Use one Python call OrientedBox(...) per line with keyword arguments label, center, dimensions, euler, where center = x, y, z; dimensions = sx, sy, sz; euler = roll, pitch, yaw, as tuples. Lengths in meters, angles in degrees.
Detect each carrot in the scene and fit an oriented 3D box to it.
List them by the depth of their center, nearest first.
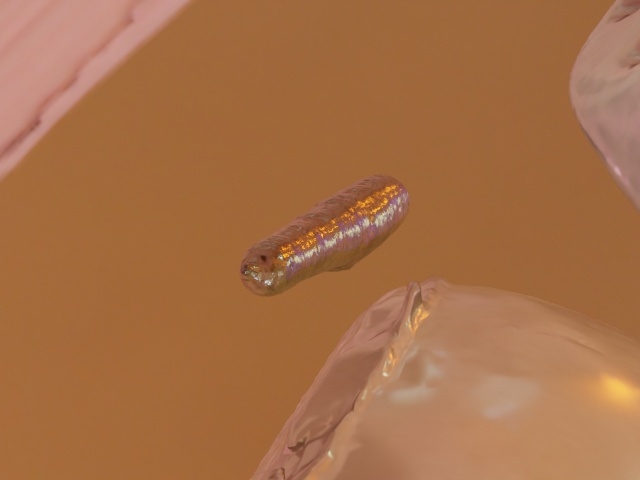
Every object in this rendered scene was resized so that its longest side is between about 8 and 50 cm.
OrientedBox(label="carrot", center=(0.001, 0.000, 1.285), dimensions=(0.070, 0.342, 0.070), euler=(5, -76, 21))

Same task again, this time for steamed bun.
OrientedBox(label="steamed bun", center=(0.031, 0.209, 0.451), dimensions=(0.241, 0.374, 0.374), euler=(34, -101, 4))

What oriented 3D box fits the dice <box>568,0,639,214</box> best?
OrientedBox(label="dice", center=(0.325, -0.084, 0.874), dimensions=(0.268, 0.264, 0.262), euler=(-43, -169, 19))
